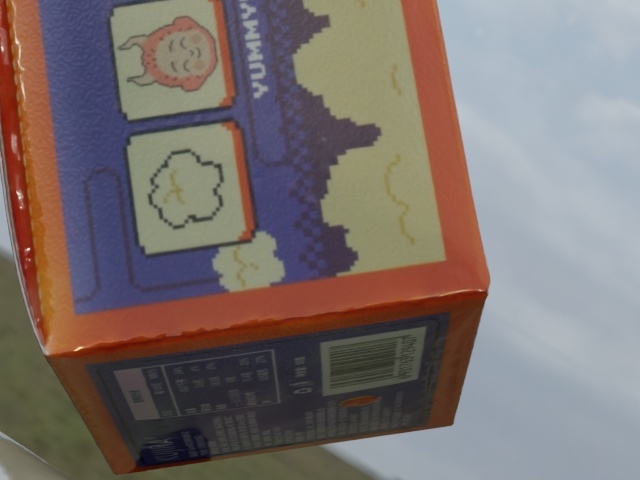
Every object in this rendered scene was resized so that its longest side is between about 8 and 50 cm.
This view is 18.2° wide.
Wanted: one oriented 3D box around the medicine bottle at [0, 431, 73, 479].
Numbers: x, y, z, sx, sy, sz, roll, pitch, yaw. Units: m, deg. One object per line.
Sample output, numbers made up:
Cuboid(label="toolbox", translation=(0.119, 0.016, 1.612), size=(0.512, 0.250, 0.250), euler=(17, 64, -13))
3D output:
Cuboid(label="medicine bottle", translation=(-0.186, 0.133, 0.936), size=(0.114, 0.114, 0.252), euler=(36, -8, -36))

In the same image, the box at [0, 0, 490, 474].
Cuboid(label="box", translation=(-0.055, -0.049, 1.231), size=(0.256, 0.319, 0.349), euler=(-10, -16, -2))
